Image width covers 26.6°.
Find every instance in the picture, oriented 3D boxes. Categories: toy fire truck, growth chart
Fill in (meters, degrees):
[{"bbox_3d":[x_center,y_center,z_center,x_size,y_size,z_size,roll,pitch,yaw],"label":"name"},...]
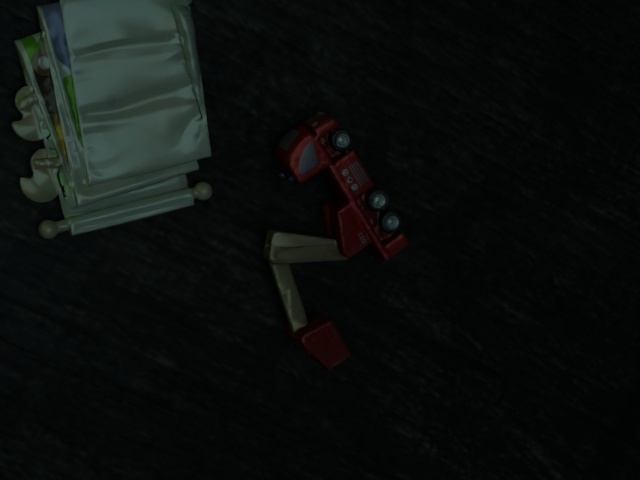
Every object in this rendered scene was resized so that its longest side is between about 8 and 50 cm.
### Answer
[{"bbox_3d":[0.000,0.000,1.178,0.135,0.047,0.192,-36,108,-11],"label":"toy fire truck"},{"bbox_3d":[-0.168,-0.124,1.107,0.172,0.021,0.237,-6,100,-20],"label":"growth chart"}]
